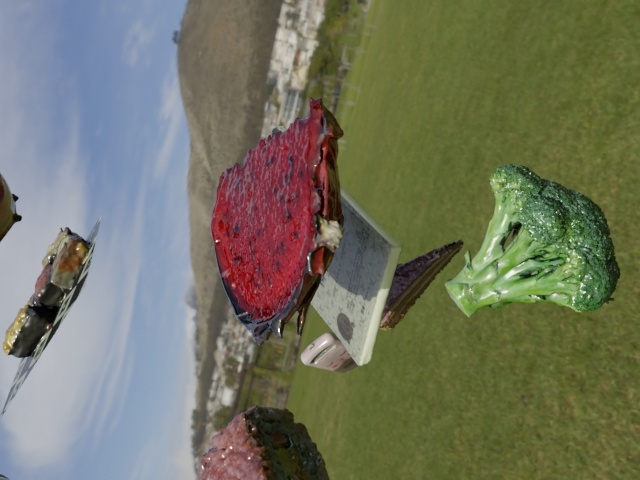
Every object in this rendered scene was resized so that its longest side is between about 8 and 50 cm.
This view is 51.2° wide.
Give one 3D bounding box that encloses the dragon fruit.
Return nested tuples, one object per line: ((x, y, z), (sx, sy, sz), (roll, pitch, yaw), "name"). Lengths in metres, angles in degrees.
((-0.052, -0.001, 0.887), (0.344, 0.100, 0.281), (-14, 68, 59), "dragon fruit")

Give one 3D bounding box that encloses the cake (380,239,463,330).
((0.168, 0.093, 1.337), (0.116, 0.112, 0.295), (-19, -18, -50), "cake")

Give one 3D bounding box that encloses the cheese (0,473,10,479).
((-0.805, 0.645, 1.605), (0.188, 0.074, 0.286), (64, -169, 29), "cheese")

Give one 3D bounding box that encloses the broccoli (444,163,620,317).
((0.319, 0.019, 1.053), (0.254, 0.269, 0.268), (31, -109, -69), "broccoli")

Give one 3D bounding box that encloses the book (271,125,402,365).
((0.000, 0.000, 1.168), (0.379, 0.031, 0.264), (48, 140, 40), "book")

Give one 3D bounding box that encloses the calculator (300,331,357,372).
((0.033, 0.252, 1.494), (0.100, 0.175, 0.032), (-45, 48, 23), "calculator")

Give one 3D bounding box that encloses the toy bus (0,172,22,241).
((-0.524, -0.127, 0.750), (0.171, 0.386, 0.162), (-45, 2, -20), "toy bus")

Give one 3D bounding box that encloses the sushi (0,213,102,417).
((-0.491, 0.108, 1.171), (0.292, 0.059, 0.294), (-53, 25, 16), "sushi")

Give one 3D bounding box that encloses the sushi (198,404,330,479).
((-0.089, 0.447, 1.205), (0.171, 0.237, 0.270), (-42, 48, 14), "sushi")
